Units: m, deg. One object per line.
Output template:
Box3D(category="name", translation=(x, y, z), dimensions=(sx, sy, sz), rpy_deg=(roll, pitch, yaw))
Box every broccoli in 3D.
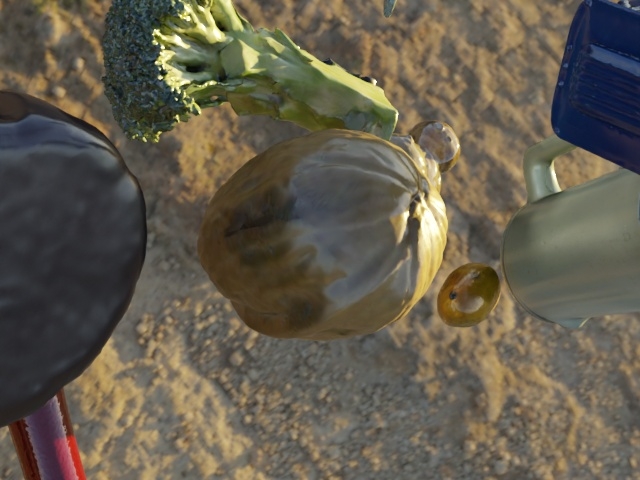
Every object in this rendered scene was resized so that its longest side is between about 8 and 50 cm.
Box3D(category="broccoli", translation=(-0.095, -0.180, 1.313), dimensions=(0.361, 0.221, 0.252), rpy_deg=(40, 80, -19))

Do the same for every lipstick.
Box3D(category="lipstick", translation=(-0.327, 0.279, 1.343), dimensions=(0.080, 0.080, 0.241), rpy_deg=(-21, 106, -36))

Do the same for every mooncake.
Box3D(category="mooncake", translation=(-0.279, 0.010, 0.879), dimensions=(0.283, 0.283, 0.141), rpy_deg=(-28, 46, -37))

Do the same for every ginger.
Box3D(category="ginger", translation=(0.111, -0.098, 1.813), dimensions=(0.155, 0.244, 0.304), rpy_deg=(44, 31, 10))

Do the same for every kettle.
Box3D(category="kettle", translation=(0.399, -0.019, 1.519), dimensions=(0.205, 0.318, 0.265), rpy_deg=(-44, 99, -24))

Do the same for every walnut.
Box3D(category="walnut", translation=(0.000, 0.000, 1.117), dimensions=(0.225, 0.261, 0.225), rpy_deg=(28, 49, -38))

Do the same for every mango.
Box3D(category="mango", translation=(0.218, 0.079, 1.587), dimensions=(0.075, 0.098, 0.190), rpy_deg=(27, 11, 24))

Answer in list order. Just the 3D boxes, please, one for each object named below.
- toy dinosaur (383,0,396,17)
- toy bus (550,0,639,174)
Box3D(category="toy dinosaur", translation=(0.159, -0.270, 0.604), dimensions=(0.092, 0.393, 0.205), rpy_deg=(18, 36, -55))
Box3D(category="toy bus", translation=(0.368, -0.118, 0.969), dimensions=(0.175, 0.138, 0.288), rpy_deg=(-18, 37, -39))
